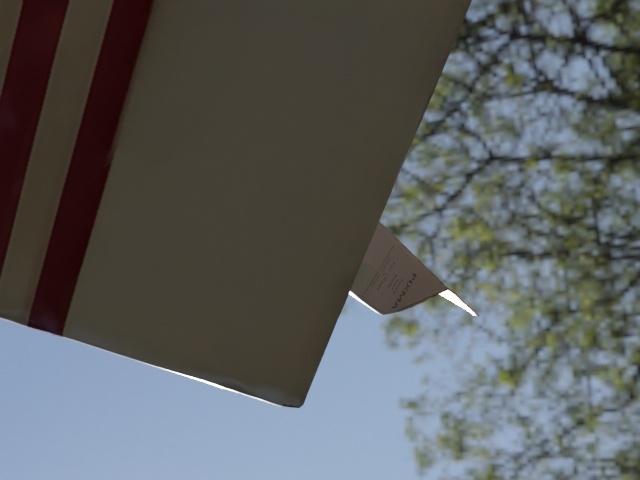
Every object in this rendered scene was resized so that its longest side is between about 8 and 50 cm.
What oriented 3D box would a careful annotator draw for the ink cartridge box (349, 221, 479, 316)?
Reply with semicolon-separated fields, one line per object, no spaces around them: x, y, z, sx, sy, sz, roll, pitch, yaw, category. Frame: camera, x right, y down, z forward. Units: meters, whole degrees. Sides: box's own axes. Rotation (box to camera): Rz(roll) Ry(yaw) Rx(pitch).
0.000;0.000;1.032;0.056;0.181;0.224;-55;-31;-5;ink cartridge box

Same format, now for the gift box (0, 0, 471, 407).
-0.038;-0.136;0.461;0.276;0.258;0.255;14;-145;-8;gift box
